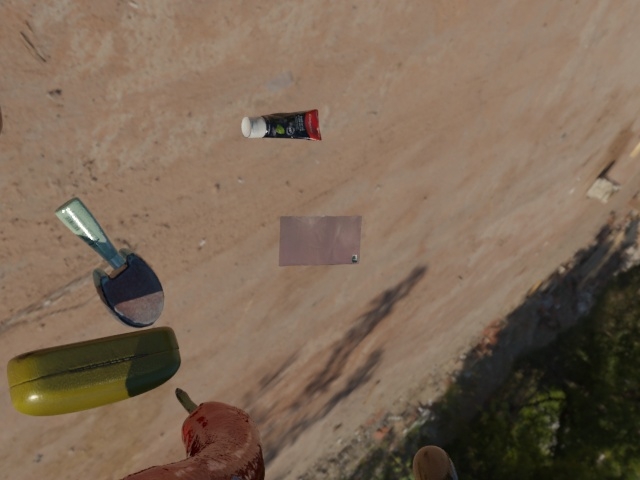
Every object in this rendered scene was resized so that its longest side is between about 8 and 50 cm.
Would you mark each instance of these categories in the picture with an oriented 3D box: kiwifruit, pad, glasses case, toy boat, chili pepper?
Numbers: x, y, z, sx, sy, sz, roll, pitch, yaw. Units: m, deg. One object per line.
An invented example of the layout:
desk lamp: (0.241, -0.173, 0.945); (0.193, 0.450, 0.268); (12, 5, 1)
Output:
kiwifruit: (0.204, 0.416, 1.202); (0.075, 0.075, 0.124); (-56, -166, 19)
pad: (0.000, 0.000, 1.499); (0.187, 0.006, 0.113); (-2, 104, -17)
glasses case: (-0.494, 0.295, 1.505); (0.371, 0.141, 0.173); (-6, 166, -40)
toy boat: (-0.493, 0.128, 1.747); (0.155, 0.085, 0.227); (-45, 130, -26)
chili pepper: (-0.113, 0.207, 0.640); (0.092, 0.137, 0.368); (-49, 179, -4)

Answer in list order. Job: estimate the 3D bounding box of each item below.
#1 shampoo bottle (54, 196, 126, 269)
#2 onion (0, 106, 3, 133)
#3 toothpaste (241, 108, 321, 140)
shampoo bottle: (-0.520, -0.011, 1.559); (0.069, 0.041, 0.191); (-30, 116, 12)
onion: (-0.801, -0.199, 1.358); (0.347, 0.347, 0.285); (-34, 140, -29)
toothpaste: (-0.078, -0.251, 1.474); (0.193, 0.045, 0.071); (-7, 92, -35)
